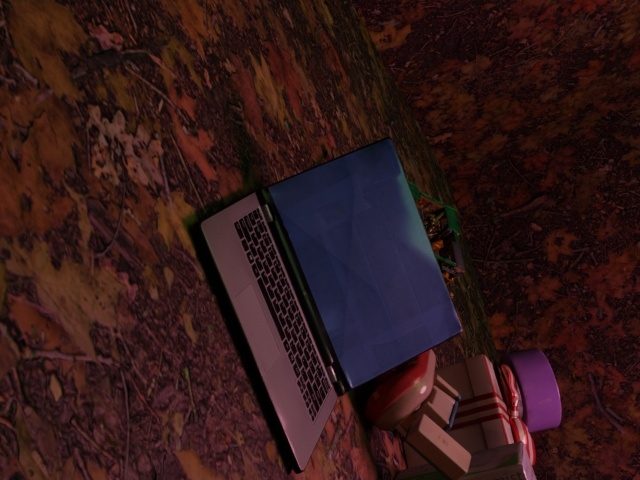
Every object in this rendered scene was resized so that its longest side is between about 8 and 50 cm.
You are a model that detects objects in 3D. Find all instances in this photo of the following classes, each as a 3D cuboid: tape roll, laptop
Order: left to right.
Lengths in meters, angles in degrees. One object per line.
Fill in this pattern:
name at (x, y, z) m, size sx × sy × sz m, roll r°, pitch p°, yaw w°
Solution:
laptop at (0.042, 0.073, 1.190) m, size 0.408 × 0.237 × 0.381 m, roll -46°, pitch 115°, yaw -72°
tape roll at (0.483, 0.348, 1.760) m, size 0.189 × 0.080 × 0.188 m, roll 169°, pitch -90°, yaw -86°

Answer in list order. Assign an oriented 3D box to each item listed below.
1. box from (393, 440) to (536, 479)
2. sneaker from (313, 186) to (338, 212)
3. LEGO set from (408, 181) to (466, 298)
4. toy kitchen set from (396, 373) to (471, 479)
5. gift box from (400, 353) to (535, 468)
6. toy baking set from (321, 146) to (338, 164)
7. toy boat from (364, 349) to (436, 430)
box at (0.298, 0.536, 1.454) m, size 0.127 × 0.262 × 0.231 m, roll -28°, pitch 99°, yaw -73°
sneaker at (0.000, 0.001, 1.411) m, size 0.136 × 0.116 × 0.313 m, roll -108°, pitch 174°, yaw -52°
LEGO set at (0.273, 0.016, 2.198) m, size 0.255 × 0.192 × 0.331 m, roll 17°, pitch 47°, yaw -34°
toy kitchen set at (0.206, 0.389, 1.493) m, size 0.122 × 0.166 × 0.207 m, roll 42°, pitch 31°, yaw -1°
gift box at (0.332, 0.406, 1.713) m, size 0.276 × 0.258 × 0.255 m, roll 37°, pitch 37°, yaw -61°
toy baking set at (0.041, -0.102, 1.751) m, size 0.197 × 0.030 × 0.256 m, roll 10°, pitch 63°, yaw -75°
toy boat at (0.132, 0.262, 1.497) m, size 0.151 × 0.151 × 0.231 m, roll 39°, pitch 19°, yaw -1°
